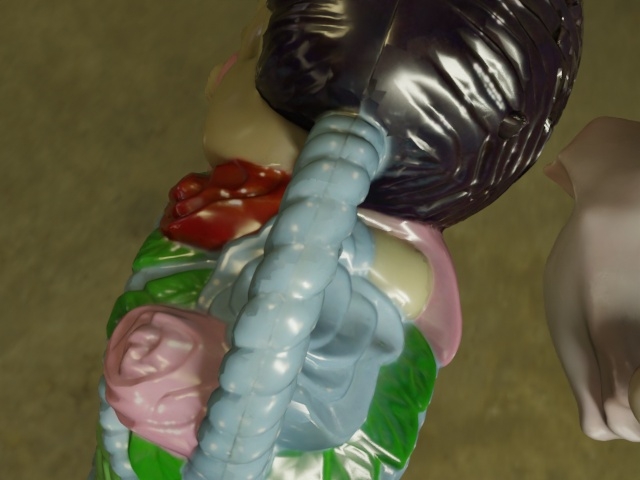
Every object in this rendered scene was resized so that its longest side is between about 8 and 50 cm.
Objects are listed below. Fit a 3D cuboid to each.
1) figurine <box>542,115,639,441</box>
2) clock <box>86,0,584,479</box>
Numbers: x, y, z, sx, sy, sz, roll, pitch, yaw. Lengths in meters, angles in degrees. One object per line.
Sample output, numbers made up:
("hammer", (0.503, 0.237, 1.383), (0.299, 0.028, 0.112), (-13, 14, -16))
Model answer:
("figurine", (0.171, 0.076, 0.798), (0.133, 0.200, 0.276), (-10, 86, 36))
("clock", (0.000, 0.000, 0.522), (0.100, 0.194, 0.195), (20, 140, -1))
